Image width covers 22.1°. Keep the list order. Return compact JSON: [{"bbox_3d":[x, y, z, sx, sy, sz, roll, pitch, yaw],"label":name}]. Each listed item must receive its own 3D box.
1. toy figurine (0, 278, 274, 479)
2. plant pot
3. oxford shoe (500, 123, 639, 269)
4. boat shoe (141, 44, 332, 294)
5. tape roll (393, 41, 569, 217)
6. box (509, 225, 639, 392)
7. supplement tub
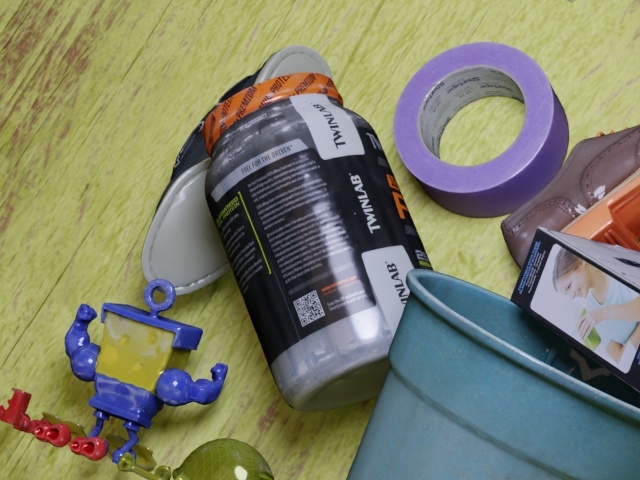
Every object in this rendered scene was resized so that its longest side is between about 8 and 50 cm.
[{"bbox_3d":[-0.195,0.149,1.846,0.362,0.191,0.217,15,82,24],"label":"toy figurine"},{"bbox_3d":[0.164,0.249,1.588,0.341,0.341,0.334,31,99,30],"label":"plant pot"},{"bbox_3d":[0.349,-0.092,1.773,0.363,0.130,0.133,-39,51,1],"label":"oxford shoe"},{"bbox_3d":[-0.113,-0.086,1.973,0.340,0.127,0.113,-62,22,-8],"label":"boat shoe"},{"bbox_3d":[0.184,-0.127,1.879,0.189,0.080,0.189,-8,66,19],"label":"tape roll"},{"bbox_3d":[0.332,0.085,1.595,0.290,0.169,0.087,39,112,59],"label":"box"},{"bbox_3d":[0.000,0.000,1.802,0.207,0.207,0.338,-25,73,11],"label":"supplement tub"}]
